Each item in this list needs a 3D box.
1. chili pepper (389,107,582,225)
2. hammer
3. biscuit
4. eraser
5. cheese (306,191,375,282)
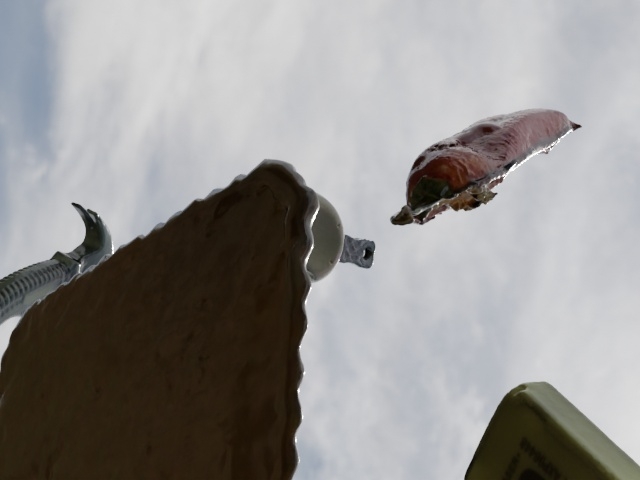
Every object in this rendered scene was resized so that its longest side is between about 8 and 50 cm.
[{"bbox_3d":[0.104,-0.052,0.819,0.050,0.268,0.059,49,-52,7],"label":"chili pepper"},{"bbox_3d":[-0.329,0.052,1.521,0.041,0.226,0.159,25,-57,26],"label":"hammer"},{"bbox_3d":[-0.072,0.106,0.423,0.237,0.013,0.232,-27,-126,52],"label":"biscuit"},{"bbox_3d":[0.203,0.211,1.079,0.172,0.058,0.117,46,-58,45],"label":"eraser"},{"bbox_3d":[-0.003,0.006,1.363,0.047,0.171,0.092,8,-113,43],"label":"cheese"}]
